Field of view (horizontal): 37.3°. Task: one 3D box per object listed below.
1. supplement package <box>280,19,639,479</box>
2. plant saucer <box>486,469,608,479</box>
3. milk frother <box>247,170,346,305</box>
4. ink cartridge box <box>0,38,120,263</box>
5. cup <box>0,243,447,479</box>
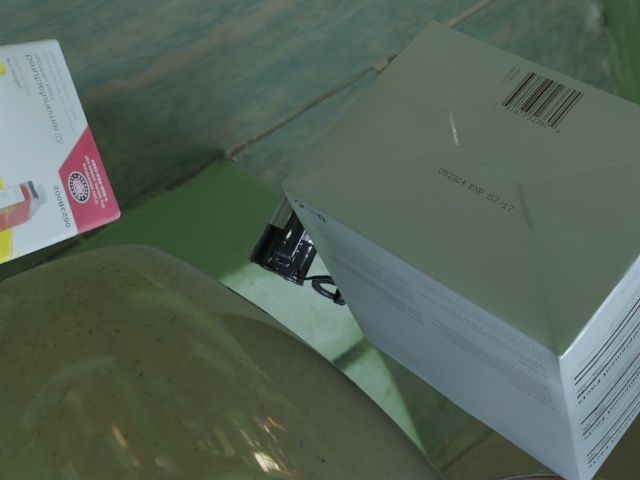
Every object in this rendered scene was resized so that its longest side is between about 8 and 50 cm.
[{"bbox_3d":[0.117,0.011,0.584,0.149,0.194,0.203,-48,146,-14],"label":"supplement package"},{"bbox_3d":[0.208,0.346,0.806,0.050,0.311,0.310,-2,109,-68],"label":"plant saucer"},{"bbox_3d":[0.000,0.000,1.255,0.143,0.129,0.134,27,87,-19],"label":"milk frother"},{"bbox_3d":[-0.483,-0.093,1.242,0.385,0.160,0.279,-29,103,-56],"label":"ink cartridge box"},{"bbox_3d":[-0.106,0.143,0.517,0.331,0.331,0.237,-22,74,-25],"label":"cup"}]
